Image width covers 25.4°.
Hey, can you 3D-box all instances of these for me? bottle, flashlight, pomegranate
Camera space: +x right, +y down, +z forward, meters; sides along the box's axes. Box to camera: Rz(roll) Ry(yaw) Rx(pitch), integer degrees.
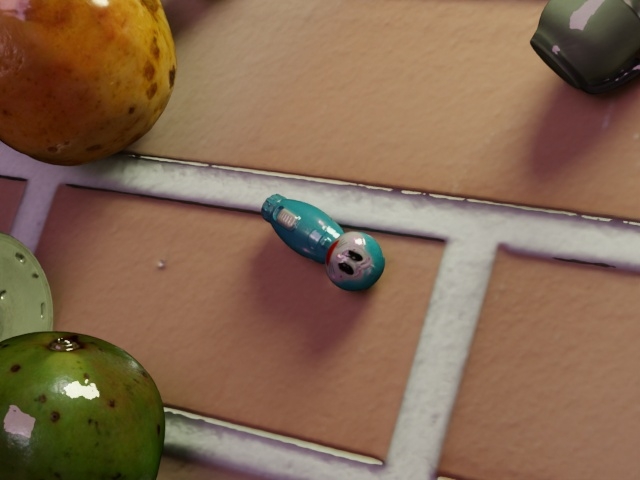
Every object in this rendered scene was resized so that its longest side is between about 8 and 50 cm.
[{"bbox_3d":[0.276,-0.223,1.108,0.096,0.079,0.253,44,94,-4],"label":"bottle"},{"bbox_3d":[0.000,0.000,1.187,0.129,0.051,0.051,32,88,40],"label":"flashlight"},{"bbox_3d":[-0.244,-0.173,1.289,0.215,0.215,0.215,-11,66,25],"label":"pomegranate"},{"bbox_3d":[-0.221,0.186,1.166,0.187,0.187,0.225,26,113,34],"label":"pomegranate"}]

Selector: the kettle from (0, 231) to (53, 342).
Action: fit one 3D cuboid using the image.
[{"bbox_3d":[-0.394,0.097,1.305,0.255,0.165,0.240,2,100,30],"label":"kettle"}]
